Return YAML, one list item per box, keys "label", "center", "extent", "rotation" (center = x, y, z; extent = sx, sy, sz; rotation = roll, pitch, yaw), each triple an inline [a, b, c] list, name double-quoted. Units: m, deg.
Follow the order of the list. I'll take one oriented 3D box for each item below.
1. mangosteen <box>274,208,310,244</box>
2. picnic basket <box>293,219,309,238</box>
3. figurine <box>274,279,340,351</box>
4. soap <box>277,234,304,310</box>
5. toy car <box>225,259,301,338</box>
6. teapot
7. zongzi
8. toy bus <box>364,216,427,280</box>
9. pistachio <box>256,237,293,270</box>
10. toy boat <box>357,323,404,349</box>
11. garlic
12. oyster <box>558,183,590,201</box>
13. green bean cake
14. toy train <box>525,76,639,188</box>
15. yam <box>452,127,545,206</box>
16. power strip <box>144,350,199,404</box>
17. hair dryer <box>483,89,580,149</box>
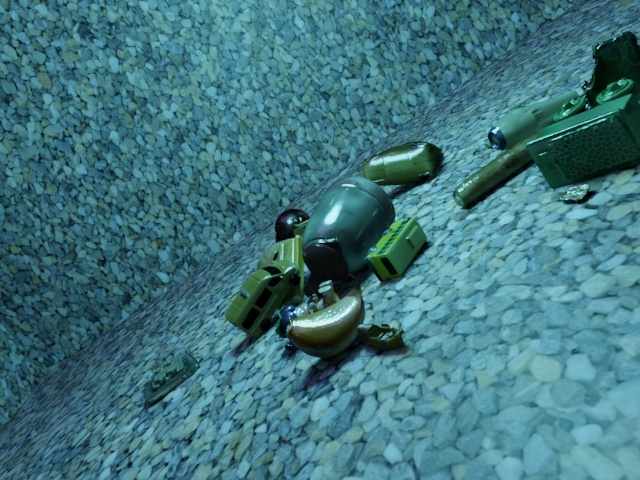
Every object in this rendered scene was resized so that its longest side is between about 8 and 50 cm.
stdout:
- label: "mangosteen"
  center: [-0.108, -0.041, 2.470]
  extent: [0.172, 0.172, 0.184]
  rotation: [-39, -6, -14]
- label: "picnic basket"
  center: [0.000, 0.000, 2.045]
  extent: [0.115, 0.164, 0.079]
  rotation: [-22, 9, 46]
- label: "figurine"
  center: [-0.033, 0.196, 1.592]
  extent: [0.194, 0.102, 0.111]
  rotation: [-29, 11, 13]
- label: "soap"
  center: [-0.097, 0.100, 1.969]
  extent: [0.092, 0.037, 0.252]
  rotation: [-27, 43, 29]
- label: "toy car"
  center: [-0.173, 0.161, 1.861]
  extent: [0.257, 0.124, 0.101]
  rotation: [-57, 35, -6]
- label: "teapot"
  center: [0.047, 0.015, 1.826]
  extent: [0.312, 0.233, 0.315]
  rotation: [-55, -7, -43]
- label: "zongzi"
  center: [0.309, -0.291, 2.306]
  extent: [0.273, 0.145, 0.300]
  rotation: [-10, 12, 21]
- label: "toy bus"
  center: [0.205, 0.020, 1.633]
  extent: [0.101, 0.088, 0.175]
  rotation: [-17, 25, 50]
- label: "pistachio"
  center: [-0.141, 0.072, 2.228]
  extent: [0.223, 0.126, 0.152]
  rotation: [-45, -19, -38]
- label: "toy boat"
  center: [0.126, 0.198, 1.286]
  extent: [0.047, 0.049, 0.149]
  rotation: [-41, 15, -26]
- label: "garlic"
  center: [0.033, 0.196, 1.405]
  extent: [0.206, 0.128, 0.115]
  rotation: [-34, -31, -5]
- label: "oyster"
  center: [0.550, -0.099, 1.338]
  extent: [0.054, 0.019, 0.083]
  rotation: [-41, 16, -16]
- label: "green bean cake"
  center: [0.723, -0.398, 1.544]
  extent: [0.193, 0.208, 0.107]
  rotation: [-21, 17, 41]
- label: "toy train"
  center: [0.625, -0.249, 1.401]
  extent: [0.266, 0.145, 0.202]
  rotation: [-19, 24, 52]
- label: "yam"
  center: [0.503, -0.202, 1.705]
  extent: [0.317, 0.067, 0.071]
  rotation: [-35, 41, -1]
- label: "power strip"
  center: [-0.498, 0.427, 2.001]
  extent: [0.198, 0.065, 0.213]
  rotation: [-37, 12, -14]
- label: "hair dryer"
  center: [0.649, -0.370, 1.906]
  extent: [0.295, 0.119, 0.298]
  rotation: [-26, 2, 11]
